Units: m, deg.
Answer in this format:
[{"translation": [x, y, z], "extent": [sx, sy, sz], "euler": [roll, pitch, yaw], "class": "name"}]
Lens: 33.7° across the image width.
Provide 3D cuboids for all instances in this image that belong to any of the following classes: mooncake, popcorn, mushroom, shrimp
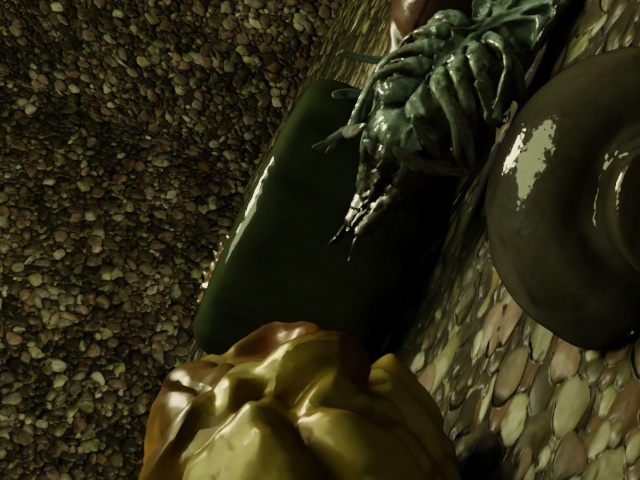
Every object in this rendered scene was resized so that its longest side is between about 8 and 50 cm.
[{"translation": [0.000, 0.000, 1.184], "extent": [0.351, 0.187, 0.351], "euler": [-62, 2, 3], "class": "mooncake"}, {"translation": [-0.007, 0.204, 0.714], "extent": [0.265, 0.225, 0.332], "euler": [106, 161, -67], "class": "popcorn"}, {"translation": [0.163, -0.032, 0.643], "extent": [0.141, 0.117, 0.188], "euler": [9, -80, -88], "class": "mushroom"}, {"translation": [0.130, -0.161, 0.964], "extent": [0.410, 0.166, 0.221], "euler": [-47, 52, -3], "class": "shrimp"}]

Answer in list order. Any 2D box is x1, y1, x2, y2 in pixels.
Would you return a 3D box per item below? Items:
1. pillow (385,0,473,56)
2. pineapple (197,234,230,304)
[{"translation": [0.179, -0.338, 1.133], "extent": [0.305, 0.108, 0.308], "euler": [-61, -4, 33], "class": "pillow"}, {"translation": [-0.046, -0.013, 1.623], "extent": [0.361, 0.175, 0.175], "euler": [-58, 9, -2], "class": "pineapple"}]
